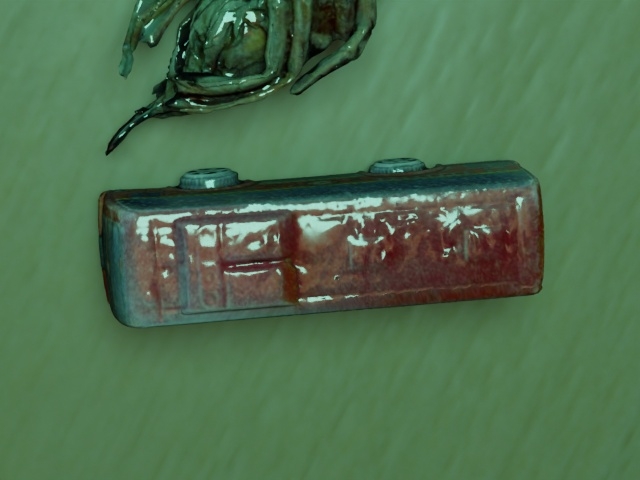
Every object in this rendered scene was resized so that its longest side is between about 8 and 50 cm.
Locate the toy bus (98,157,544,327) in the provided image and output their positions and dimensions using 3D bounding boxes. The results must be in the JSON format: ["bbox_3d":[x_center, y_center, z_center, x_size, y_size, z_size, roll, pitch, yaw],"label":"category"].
[{"bbox_3d":[0.000,0.000,0.581,0.192,0.077,0.065,-5,99,-7],"label":"toy bus"}]

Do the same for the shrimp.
[{"bbox_3d":[-0.025,-0.101,0.564,0.190,0.075,0.073,-39,136,12],"label":"shrimp"}]
